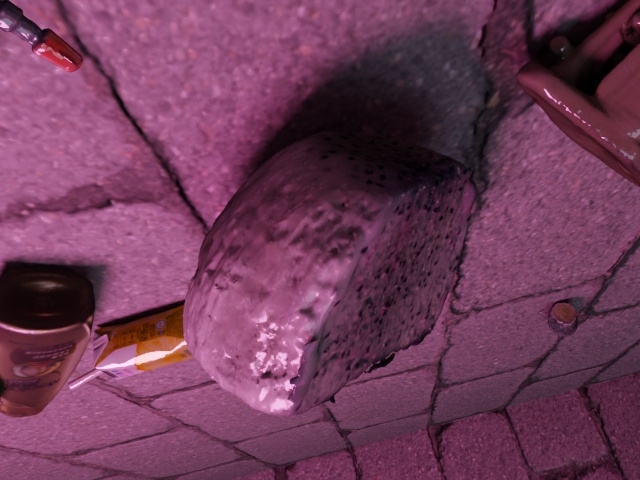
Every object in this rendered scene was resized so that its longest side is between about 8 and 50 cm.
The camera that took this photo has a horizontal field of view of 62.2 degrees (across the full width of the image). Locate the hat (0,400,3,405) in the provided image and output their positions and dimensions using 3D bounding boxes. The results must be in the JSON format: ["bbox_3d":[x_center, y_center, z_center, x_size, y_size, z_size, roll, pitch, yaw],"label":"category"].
[{"bbox_3d":[-0.534,0.175,0.632,0.266,0.128,0.265,-20,151,-11],"label":"hat"}]

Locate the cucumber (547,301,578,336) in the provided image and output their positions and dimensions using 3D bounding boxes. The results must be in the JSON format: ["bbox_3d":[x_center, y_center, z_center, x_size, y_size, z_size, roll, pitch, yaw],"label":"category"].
[{"bbox_3d":[0.535,0.173,1.175,0.064,0.064,0.112,-23,147,15],"label":"cucumber"}]

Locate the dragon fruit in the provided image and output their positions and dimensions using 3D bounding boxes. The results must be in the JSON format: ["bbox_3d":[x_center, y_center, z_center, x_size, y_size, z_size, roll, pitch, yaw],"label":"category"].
[{"bbox_3d":[0.000,0.000,0.510,0.283,0.204,0.221,-18,130,-50],"label":"dragon fruit"}]

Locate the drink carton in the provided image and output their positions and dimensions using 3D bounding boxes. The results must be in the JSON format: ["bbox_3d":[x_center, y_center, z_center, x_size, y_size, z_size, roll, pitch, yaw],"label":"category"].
[{"bbox_3d":[-0.269,0.155,0.768,0.200,0.074,0.084,-15,150,4],"label":"drink carton"}]

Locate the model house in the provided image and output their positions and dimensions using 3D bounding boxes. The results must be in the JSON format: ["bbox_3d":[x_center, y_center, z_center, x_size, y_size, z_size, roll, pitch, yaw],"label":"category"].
[{"bbox_3d":[0.314,-0.141,0.481,0.188,0.122,0.229,-40,146,29],"label":"model house"}]

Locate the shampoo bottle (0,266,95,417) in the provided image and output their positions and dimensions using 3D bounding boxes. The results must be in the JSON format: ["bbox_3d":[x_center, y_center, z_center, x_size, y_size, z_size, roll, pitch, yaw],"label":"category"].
[{"bbox_3d":[-0.389,0.153,0.705,0.126,0.084,0.350,7,145,-32],"label":"shampoo bottle"}]

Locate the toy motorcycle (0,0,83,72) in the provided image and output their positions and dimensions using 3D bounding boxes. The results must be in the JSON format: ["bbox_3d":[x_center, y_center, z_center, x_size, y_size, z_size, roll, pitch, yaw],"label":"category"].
[{"bbox_3d":[-0.250,-0.118,0.271,0.272,0.123,0.182,-28,137,23],"label":"toy motorcycle"}]
